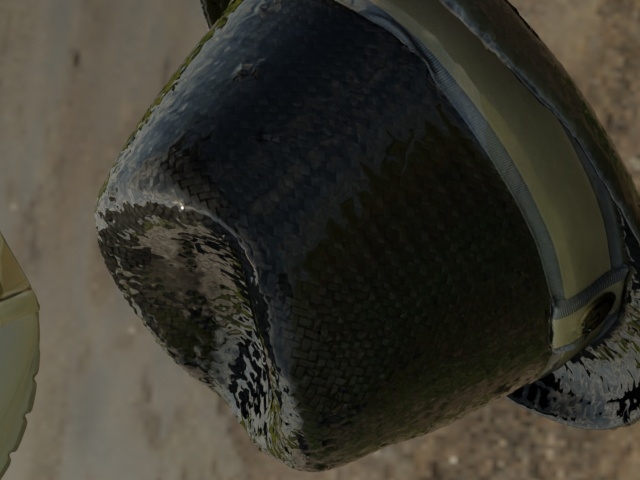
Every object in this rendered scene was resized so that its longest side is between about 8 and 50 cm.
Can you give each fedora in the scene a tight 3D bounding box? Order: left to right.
[{"bbox_3d":[0.000,0.000,0.836,0.334,0.152,0.334,44,162,18],"label":"fedora"}]

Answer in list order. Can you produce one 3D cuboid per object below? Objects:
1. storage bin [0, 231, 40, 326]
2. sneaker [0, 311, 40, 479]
[{"bbox_3d":[-0.277,-0.048,0.665,0.260,0.262,0.123,55,161,34],"label":"storage bin"},{"bbox_3d":[-0.270,0.120,1.030,0.111,0.129,0.297,34,75,33],"label":"sneaker"}]
